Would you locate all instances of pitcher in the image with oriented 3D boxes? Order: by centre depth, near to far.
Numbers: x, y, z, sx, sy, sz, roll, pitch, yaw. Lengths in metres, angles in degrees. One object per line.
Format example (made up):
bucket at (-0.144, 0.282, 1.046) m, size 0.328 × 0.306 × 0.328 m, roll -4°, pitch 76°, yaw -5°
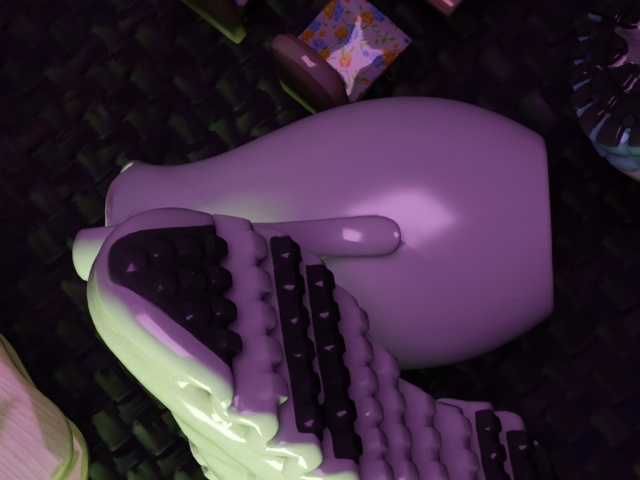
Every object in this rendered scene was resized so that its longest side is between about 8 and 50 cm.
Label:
pitcher at (0.000, 0.000, 0.868) m, size 0.207 × 0.178 × 0.125 m, roll -3°, pitch 93°, yaw 5°

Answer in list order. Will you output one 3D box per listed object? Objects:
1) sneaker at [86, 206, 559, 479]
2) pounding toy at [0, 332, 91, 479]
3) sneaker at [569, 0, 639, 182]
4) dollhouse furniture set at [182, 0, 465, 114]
sneaker at (-0.008, 0.091, 0.813) m, size 0.118 × 0.292 × 0.110 m, roll -26°, pitch 45°, yaw 25°
pounding toy at (-0.232, 0.057, 0.886) m, size 0.154 × 0.155 × 0.269 m, roll -38°, pitch 79°, yaw -8°
sneaker at (0.197, -0.128, 0.926) m, size 0.110 × 0.122 × 0.283 m, roll -3°, pitch 55°, yaw 39°
dollhouse furniture set at (-0.007, -0.214, 0.917) m, size 0.242 × 0.161 × 0.212 m, roll 40°, pitch 85°, yaw 10°
